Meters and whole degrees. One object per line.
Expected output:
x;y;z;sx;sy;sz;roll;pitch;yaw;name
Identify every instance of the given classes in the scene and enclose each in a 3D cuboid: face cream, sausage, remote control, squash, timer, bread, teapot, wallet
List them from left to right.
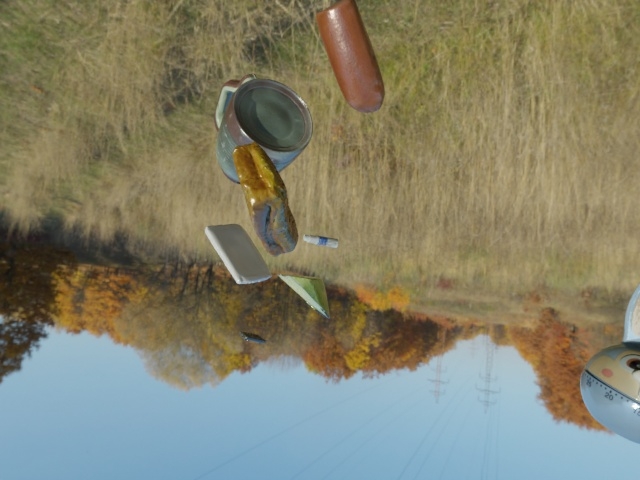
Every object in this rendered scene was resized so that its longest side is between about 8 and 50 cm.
-0.204;0.032;1.102;0.032;0.182;0.124;-46;159;30;wallet
-0.212;-0.316;1.284;0.233;0.314;0.312;-22;172;-36;teapot
-0.163;0.234;1.053;0.034;0.016;0.091;32;176;29;remote control
-0.097;-0.069;0.812;0.077;0.139;0.271;-20;158;-4;bread
-0.052;0.202;1.584;0.204;0.154;0.237;6;178;-17;squash
0.000;0.000;1.566;0.130;0.034;0.034;11;172;-24;face cream
0.078;-0.427;1.043;0.114;0.259;0.113;-20;-155;10;sausage
0.521;0.203;0.689;0.176;0.255;0.175;8;-152;-4;timer
